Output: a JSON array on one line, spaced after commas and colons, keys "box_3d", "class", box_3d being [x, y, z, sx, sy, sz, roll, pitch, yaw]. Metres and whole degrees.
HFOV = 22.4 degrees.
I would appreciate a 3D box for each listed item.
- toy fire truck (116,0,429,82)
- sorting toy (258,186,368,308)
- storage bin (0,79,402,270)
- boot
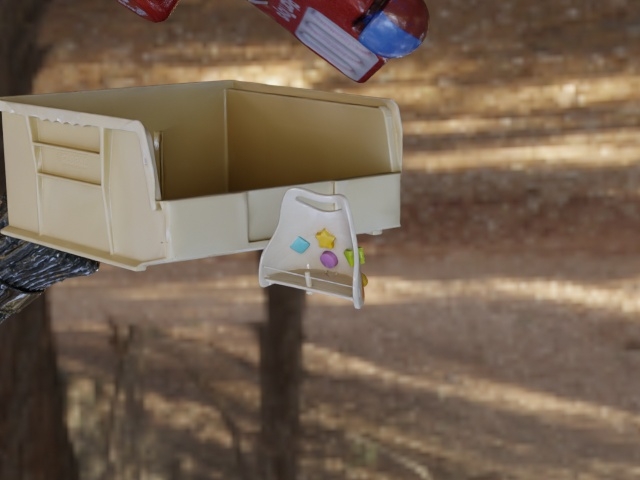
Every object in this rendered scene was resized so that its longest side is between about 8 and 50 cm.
[{"box_3d": [-0.037, -0.211, 1.124, 0.254, 0.169, 0.302, 35, 175, -5], "class": "toy fire truck"}, {"box_3d": [0.000, 0.000, 1.140, 0.083, 0.075, 0.045, 12, -151, 30], "class": "sorting toy"}, {"box_3d": [-0.105, -0.063, 1.390, 0.262, 0.123, 0.260, -8, -167, -39], "class": "storage bin"}, {"box_3d": [-0.397, 0.058, 1.701, 0.260, 0.131, 0.348, -30, -175, 17], "class": "boot"}]
